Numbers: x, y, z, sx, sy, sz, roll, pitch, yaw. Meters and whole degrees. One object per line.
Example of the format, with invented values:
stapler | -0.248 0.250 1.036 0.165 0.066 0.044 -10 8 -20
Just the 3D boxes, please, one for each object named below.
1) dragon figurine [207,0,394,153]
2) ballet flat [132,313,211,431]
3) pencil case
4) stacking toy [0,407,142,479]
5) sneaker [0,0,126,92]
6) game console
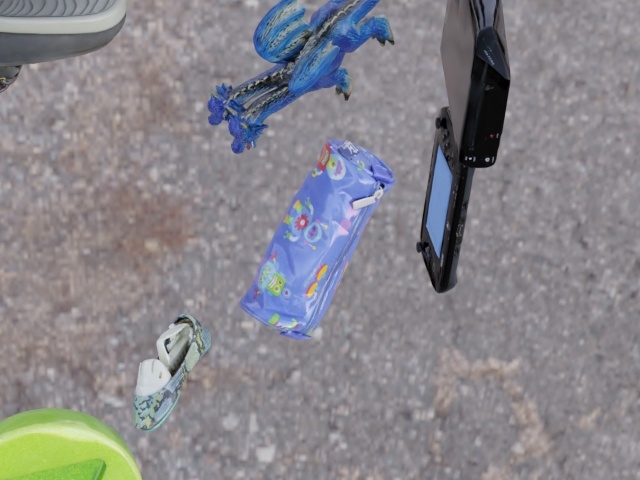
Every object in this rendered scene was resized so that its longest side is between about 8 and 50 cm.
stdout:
dragon figurine | -0.007 -0.199 1.346 0.144 0.289 0.085 -23 71 -48
ballet flat | -0.203 0.164 1.723 0.070 0.070 0.188 15 39 10
pencil case | 0.000 0.000 1.933 0.119 0.306 0.133 19 15 -38
stacking toy | -0.221 0.242 1.014 0.279 0.309 0.130 -40 28 7
sneaker | -0.222 -0.127 0.916 0.222 0.118 0.083 2 44 19
game console | 0.141 -0.096 1.367 0.043 0.361 0.213 3 37 -3
